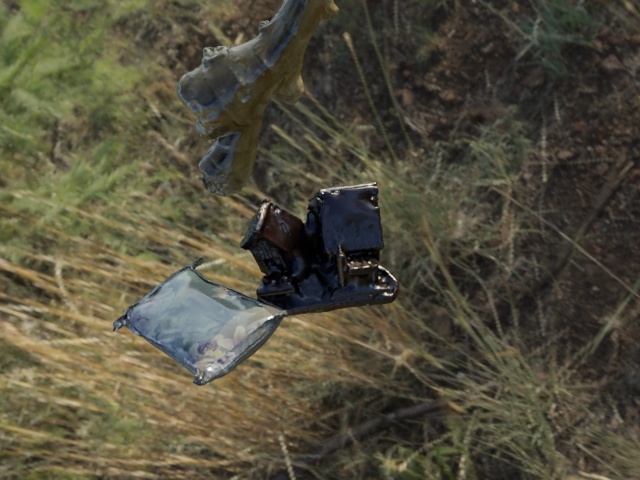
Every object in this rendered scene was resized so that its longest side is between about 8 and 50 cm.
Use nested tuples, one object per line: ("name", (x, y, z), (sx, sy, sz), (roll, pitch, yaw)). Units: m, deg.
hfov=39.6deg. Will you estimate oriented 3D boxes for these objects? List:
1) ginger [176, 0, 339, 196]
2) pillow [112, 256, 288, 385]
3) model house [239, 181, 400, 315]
("ginger", (-0.083, -0.210, 1.127), (0.334, 0.147, 0.081), (-51, 12, 19))
("pillow", (-0.168, 0.116, 1.223), (0.169, 0.059, 0.255), (-37, 35, -25))
("model house", (-0.004, 0.009, 1.191), (0.203, 0.164, 0.141), (-13, 56, -1))
